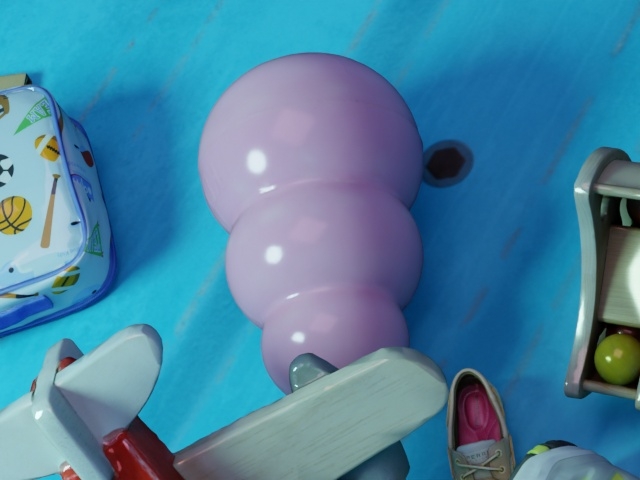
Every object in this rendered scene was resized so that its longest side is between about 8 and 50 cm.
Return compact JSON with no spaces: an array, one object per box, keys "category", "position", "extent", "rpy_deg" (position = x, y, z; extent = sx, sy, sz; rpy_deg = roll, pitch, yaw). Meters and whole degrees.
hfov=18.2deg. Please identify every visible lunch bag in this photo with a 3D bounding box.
[{"category":"lunch bag","position":[-0.360,-0.003,1.954],"extent":[0.303,0.115,0.243],"rpy_deg":[-20,67,7]}]

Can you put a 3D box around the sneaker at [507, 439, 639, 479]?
[{"category":"sneaker","position":[0.159,0.332,1.537],"extent":[0.147,0.145,0.384],"rpy_deg":[18,67,29]}]

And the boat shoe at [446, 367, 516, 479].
[{"category":"boat shoe","position":[0.134,0.185,1.694],"extent":[0.063,0.059,0.170],"rpy_deg":[-16,54,9]}]

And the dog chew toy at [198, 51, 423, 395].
[{"category":"dog chew toy","position":[0.000,0.000,1.788],"extent":[0.207,0.206,0.332],"rpy_deg":[-13,63,11]}]

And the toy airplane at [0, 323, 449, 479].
[{"category":"toy airplane","position":[-0.113,0.242,1.615],"extent":[0.386,0.272,0.384],"rpy_deg":[12,94,11]}]

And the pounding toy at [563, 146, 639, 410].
[{"category":"pounding toy","position":[0.298,0.010,1.649],"extent":[0.155,0.154,0.269],"rpy_deg":[9,87,28]}]

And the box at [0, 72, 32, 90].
[{"category":"box","position":[-0.408,-0.094,2.096],"extent":[0.201,0.021,0.164],"rpy_deg":[-6,56,15]}]
